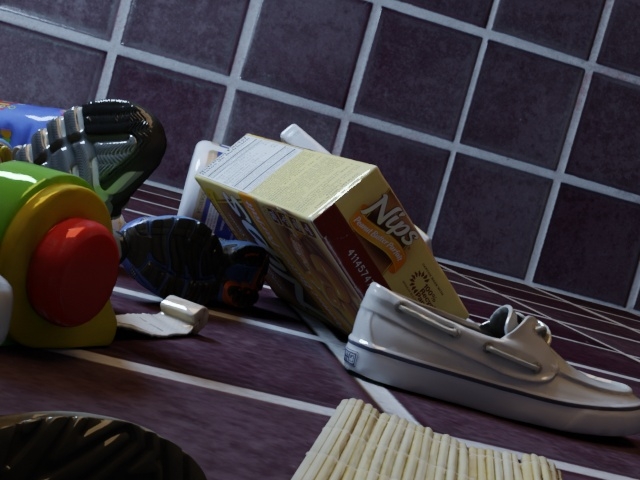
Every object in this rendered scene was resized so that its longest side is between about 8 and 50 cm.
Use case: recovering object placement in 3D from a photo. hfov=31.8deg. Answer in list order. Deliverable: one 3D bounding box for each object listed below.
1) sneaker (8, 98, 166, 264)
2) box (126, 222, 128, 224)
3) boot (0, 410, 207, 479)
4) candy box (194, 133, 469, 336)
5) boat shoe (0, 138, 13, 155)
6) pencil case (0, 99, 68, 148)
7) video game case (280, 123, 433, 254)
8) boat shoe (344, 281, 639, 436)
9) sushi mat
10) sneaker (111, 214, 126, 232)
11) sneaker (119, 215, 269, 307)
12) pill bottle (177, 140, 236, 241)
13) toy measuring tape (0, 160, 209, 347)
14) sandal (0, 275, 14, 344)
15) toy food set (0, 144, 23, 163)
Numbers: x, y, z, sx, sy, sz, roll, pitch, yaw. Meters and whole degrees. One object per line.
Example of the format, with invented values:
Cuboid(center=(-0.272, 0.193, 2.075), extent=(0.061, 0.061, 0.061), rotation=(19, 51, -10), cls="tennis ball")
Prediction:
Cuboid(center=(-0.180, -0.026, 0.879), extent=(0.228, 0.086, 0.132), rotation=(-25, -30, 27), cls="sneaker")
Cuboid(center=(-0.319, -0.027, 1.314), extent=(0.201, 0.021, 0.164), rotation=(11, 3, 7), cls="box")
Cuboid(center=(-0.163, 0.065, 0.383), extent=(0.189, 0.076, 0.208), rotation=(15, -4, -38), cls="boot")
Cuboid(center=(0.000, 0.000, 1.141), extent=(0.183, 0.087, 0.316), rotation=(57, -16, -23), cls="candy box")
Cuboid(center=(-0.430, -0.081, 1.270), extent=(0.183, 0.066, 0.066), rotation=(-12, 16, -29), cls="boat shoe")
Cuboid(center=(-0.399, -0.114, 1.442), extent=(0.306, 0.133, 0.119), rotation=(9, 20, 21), cls="pencil case")
Cuboid(center=(0.048, -0.004, 1.235), extent=(0.206, 0.026, 0.227), rotation=(42, -15, 26), cls="video game case")
Cuboid(center=(0.156, 0.099, 0.958), extent=(0.267, 0.088, 0.096), rotation=(15, 3, -3), cls="boat shoe")
Cuboid(center=(0.064, 0.135, 0.586), extent=(0.151, 0.019, 0.316), rotation=(15, 4, 7), cls="sushi mat")
Cuboid(center=(-0.311, -0.036, 1.179), extent=(0.228, 0.087, 0.092), rotation=(24, -1, 15), cls="sneaker")
Cuboid(center=(-0.135, 0.023, 1.086), extent=(0.087, 0.083, 0.221), rotation=(10, -8, 25), cls="sneaker")
Cuboid(center=(-0.071, -0.042, 1.645), extent=(0.264, 0.153, 0.153), rotation=(15, 4, -8), cls="pill bottle")
Cuboid(center=(-0.162, 0.011, 0.774), extent=(0.121, 0.121, 0.330), rotation=(17, 4, 24), cls="toy measuring tape")
Cuboid(center=(-0.213, -0.036, 0.438), extent=(0.169, 0.102, 0.416), rotation=(16, -3, -25), cls="sandal")
Cuboid(center=(-0.332, -0.059, 1.048), extent=(0.192, 0.132, 0.038), rotation=(18, 28, 25), cls="toy food set")
